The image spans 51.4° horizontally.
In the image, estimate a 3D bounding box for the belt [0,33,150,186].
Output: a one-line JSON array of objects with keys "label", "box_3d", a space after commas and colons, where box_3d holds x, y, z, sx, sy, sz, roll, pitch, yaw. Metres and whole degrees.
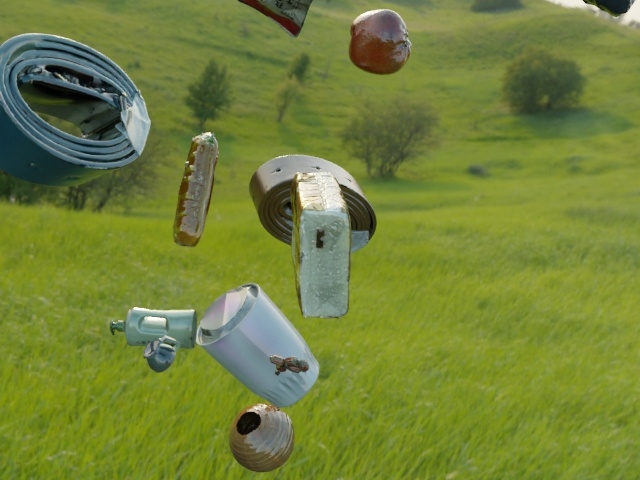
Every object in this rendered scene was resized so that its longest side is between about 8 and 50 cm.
[{"label": "belt", "box_3d": [-0.574, -0.279, 1.471, 0.173, 0.300, 0.436, -15, -7, 31]}]

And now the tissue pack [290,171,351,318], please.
[{"label": "tissue pack", "box_3d": [0.000, 0.000, 1.077, 0.092, 0.183, 0.226, -1, 21, -7]}]

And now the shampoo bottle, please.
[{"label": "shampoo bottle", "box_3d": [-0.465, 0.241, 1.838, 0.234, 0.118, 0.087, 3, 28, -2]}]

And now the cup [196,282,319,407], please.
[{"label": "cup", "box_3d": [-0.188, 0.331, 2.083, 0.371, 0.253, 0.253, 49, 16, -22]}]

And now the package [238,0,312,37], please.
[{"label": "package", "box_3d": [-0.074, -0.498, 1.273, 0.154, 0.239, 0.030, 35, 67, -5]}]

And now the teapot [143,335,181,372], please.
[{"label": "teapot", "box_3d": [-0.363, 0.254, 1.515, 0.057, 0.088, 0.066, 51, -4, -37]}]

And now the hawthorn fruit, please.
[{"label": "hawthorn fruit", "box_3d": [0.108, -0.367, 1.232, 0.128, 0.128, 0.128, 17, 25, -8]}]

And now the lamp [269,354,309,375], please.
[{"label": "lamp", "box_3d": [-0.065, 0.271, 1.437, 0.083, 0.063, 0.031, 0, 55, 16]}]

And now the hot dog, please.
[{"label": "hot dog", "box_3d": [-0.274, -0.112, 1.466, 0.072, 0.268, 0.115, 10, -17, -8]}]

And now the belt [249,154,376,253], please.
[{"label": "belt", "box_3d": [-0.013, -0.082, 1.668, 0.339, 0.217, 0.122, 19, 29, -33]}]

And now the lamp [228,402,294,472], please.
[{"label": "lamp", "box_3d": [-0.117, 0.396, 1.335, 0.136, 0.136, 0.136, 17, 25, -8]}]

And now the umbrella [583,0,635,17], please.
[{"label": "umbrella", "box_3d": [0.293, -0.368, 0.836, 0.248, 0.071, 0.071, 32, 25, -2]}]
